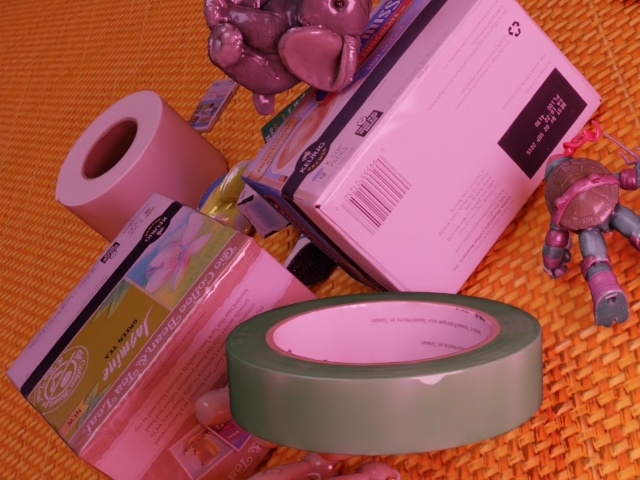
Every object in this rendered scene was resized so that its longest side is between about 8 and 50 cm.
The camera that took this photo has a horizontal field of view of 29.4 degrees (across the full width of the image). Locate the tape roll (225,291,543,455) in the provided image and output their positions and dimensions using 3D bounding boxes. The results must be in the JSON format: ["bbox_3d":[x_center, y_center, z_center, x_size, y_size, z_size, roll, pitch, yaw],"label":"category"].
[{"bbox_3d":[0.065,0.126,1.243,0.321,0.321,0.077,13,109,56],"label":"tape roll"}]

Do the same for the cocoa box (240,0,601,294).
[{"bbox_3d":[0.120,-0.124,1.501,0.347,0.231,0.228,-52,29,-7],"label":"cocoa box"}]

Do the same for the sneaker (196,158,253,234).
[{"bbox_3d":[-0.165,-0.018,1.904,0.240,0.091,0.126,-53,13,-8],"label":"sneaker"}]

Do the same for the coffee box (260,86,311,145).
[{"bbox_3d":[-0.008,-0.194,1.882,0.184,0.040,0.113,-40,32,11],"label":"coffee box"}]

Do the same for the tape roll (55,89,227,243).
[{"bbox_3d":[-0.302,-0.108,2.063,0.246,0.169,0.246,-29,38,26],"label":"tape roll"}]

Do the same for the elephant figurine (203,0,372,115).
[{"bbox_3d":[-0.007,-0.258,1.455,0.239,0.186,0.169,-3,82,24],"label":"elephant figurine"}]

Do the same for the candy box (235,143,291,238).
[{"bbox_3d":[-0.012,-0.110,1.740,0.196,0.070,0.165,-28,25,27],"label":"candy box"}]

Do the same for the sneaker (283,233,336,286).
[{"bbox_3d":[0.000,0.000,1.694,0.161,0.057,0.075,-51,20,-9],"label":"sneaker"}]

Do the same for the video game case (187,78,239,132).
[{"bbox_3d":[-0.202,-0.251,2.263,0.087,0.011,0.122,3,57,52],"label":"video game case"}]

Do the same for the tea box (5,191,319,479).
[{"bbox_3d":[-0.188,0.148,1.587,0.329,0.220,0.323,-53,32,-10],"label":"tea box"}]

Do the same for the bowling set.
[{"bbox_3d":[0.000,0.252,1.352,0.154,0.200,0.287,-16,15,-38],"label":"bowling set"}]

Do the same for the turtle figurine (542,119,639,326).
[{"bbox_3d":[0.293,-0.025,1.296,0.175,0.118,0.234,-45,39,21],"label":"turtle figurine"}]
